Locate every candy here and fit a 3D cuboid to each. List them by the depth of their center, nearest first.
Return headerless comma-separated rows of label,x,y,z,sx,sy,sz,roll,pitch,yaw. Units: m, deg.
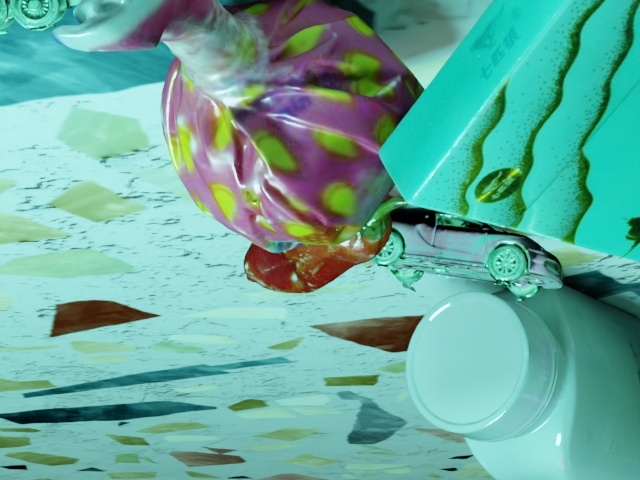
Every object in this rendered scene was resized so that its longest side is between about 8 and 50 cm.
candy,-0.062,-0.105,0.643,0.124,0.124,0.365,-7,153,22

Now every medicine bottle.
medicine bottle,0.190,0.122,1.253,0.111,0.161,0.296,-14,160,32

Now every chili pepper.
chili pepper,-0.001,0.000,1.033,0.059,0.050,0.191,49,142,-11

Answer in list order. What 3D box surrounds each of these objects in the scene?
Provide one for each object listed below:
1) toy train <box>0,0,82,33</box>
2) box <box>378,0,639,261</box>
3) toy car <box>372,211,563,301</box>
toy train,-0.142,-0.111,0.663,0.083,0.053,0.033,-8,-175,2
box,0.157,-0.063,0.722,0.226,0.042,0.161,13,125,-39
toy car,0.094,0.006,1.054,0.142,0.055,0.069,7,170,19
